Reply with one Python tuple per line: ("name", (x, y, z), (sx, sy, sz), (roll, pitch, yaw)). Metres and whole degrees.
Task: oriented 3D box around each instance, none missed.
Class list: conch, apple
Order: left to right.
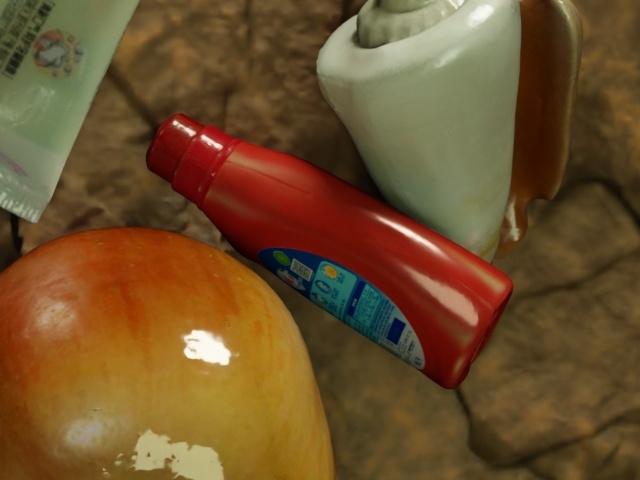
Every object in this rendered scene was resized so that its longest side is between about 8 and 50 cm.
("apple", (-0.077, 0.089, 0.799), (0.199, 0.199, 0.199), (-3, 104, -12))
("conch", (0.063, -0.051, 0.845), (0.104, 0.094, 0.176), (-47, 120, -41))

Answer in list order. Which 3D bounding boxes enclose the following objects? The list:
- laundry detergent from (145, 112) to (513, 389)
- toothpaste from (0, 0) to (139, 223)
("laundry detergent", (0.000, 0.000, 0.847), (0.165, 0.097, 0.049), (32, 69, 8))
("toothpaste", (-0.075, -0.158, 0.809), (0.314, 0.058, 0.056), (-59, 151, 9))
